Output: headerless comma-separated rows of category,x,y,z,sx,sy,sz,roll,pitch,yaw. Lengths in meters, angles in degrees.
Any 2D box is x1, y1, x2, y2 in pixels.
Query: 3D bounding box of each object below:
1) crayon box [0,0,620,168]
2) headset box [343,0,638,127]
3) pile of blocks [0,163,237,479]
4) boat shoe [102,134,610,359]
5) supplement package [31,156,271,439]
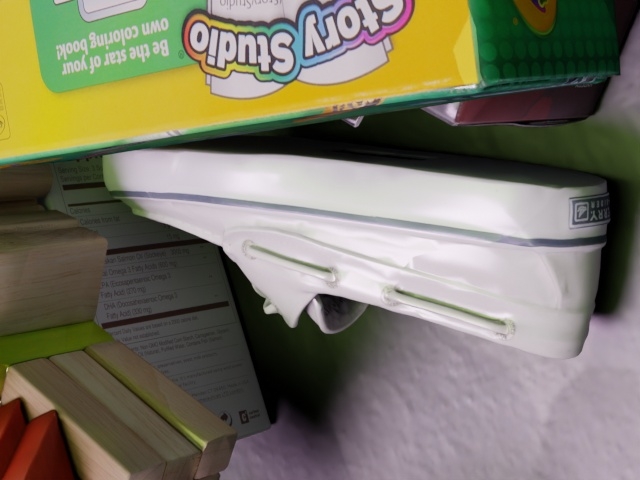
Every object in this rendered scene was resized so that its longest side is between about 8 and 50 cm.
crayon box,-0.044,-0.118,0.410,0.278,0.081,0.165,-3,96,41
headset box,0.039,-0.193,0.458,0.218,0.110,0.293,34,117,32
pile of blocks,-0.185,0.020,0.536,0.149,0.112,0.362,-46,67,32
boat shoe,0.000,0.000,0.523,0.258,0.095,0.084,10,103,37
supplement package,-0.119,0.037,0.626,0.105,0.105,0.179,-25,79,40
